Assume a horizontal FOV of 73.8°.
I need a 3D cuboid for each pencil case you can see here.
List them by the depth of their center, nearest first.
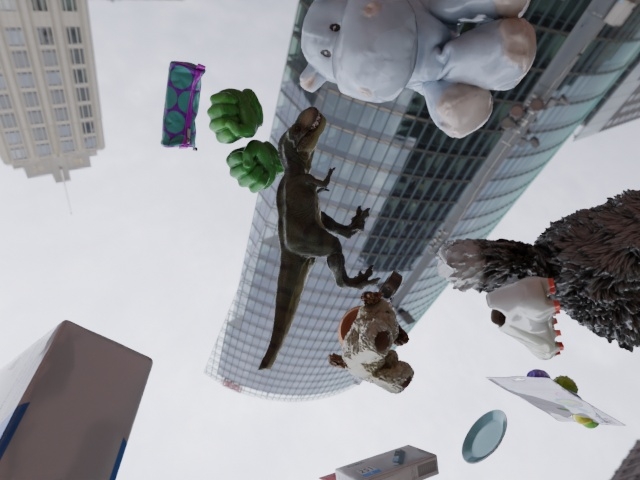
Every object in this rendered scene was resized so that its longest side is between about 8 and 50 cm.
[{"bbox_3d":[-0.246,-0.240,0.765,0.070,0.152,0.064,21,-163,34],"label":"pencil case"}]

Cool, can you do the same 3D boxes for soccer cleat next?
[{"bbox_3d":[0.257,0.099,0.535,0.076,0.196,0.068,-12,-126,24],"label":"soccer cleat"}]

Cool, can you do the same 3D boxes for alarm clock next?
[{"bbox_3d":[0.284,0.176,1.699,0.064,0.129,0.192,31,-140,5],"label":"alarm clock"}]

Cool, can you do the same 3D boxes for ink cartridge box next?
[{"bbox_3d":[-0.477,0.343,0.658,0.166,0.394,0.286,41,-148,-32],"label":"ink cartridge box"},{"bbox_3d":[0.176,0.719,1.353,0.296,0.261,0.066,-1,-101,-30],"label":"ink cartridge box"}]

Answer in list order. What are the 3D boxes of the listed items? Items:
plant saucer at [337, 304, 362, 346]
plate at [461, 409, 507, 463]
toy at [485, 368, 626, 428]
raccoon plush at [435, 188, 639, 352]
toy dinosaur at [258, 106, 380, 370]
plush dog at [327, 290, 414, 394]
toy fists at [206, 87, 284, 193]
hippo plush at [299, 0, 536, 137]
[{"bbox_3d":[0.155,0.340,1.617,0.199,0.037,0.200,-10,-117,21],"label":"plant saucer"},{"bbox_3d":[0.497,0.593,1.279,0.024,0.188,0.188,41,-132,4],"label":"plate"},{"bbox_3d":[0.460,0.296,0.834,0.237,0.137,0.056,35,-121,-18],"label":"toy"},{"bbox_3d":[0.424,-0.015,0.571,0.446,0.299,0.216,0,-138,-25],"label":"raccoon plush"},{"bbox_3d":[0.000,0.000,0.454,0.118,0.064,0.268,10,-104,-25],"label":"toy dinosaur"},{"bbox_3d":[0.150,0.269,1.202,0.210,0.262,0.225,-5,-141,37],"label":"plush dog"},{"bbox_3d":[-0.200,-0.265,1.136,0.142,0.279,0.096,-34,-156,-33],"label":"toy fists"},{"bbox_3d":[0.102,-0.284,0.548,0.236,0.234,0.294,-2,-142,-31],"label":"hippo plush"}]
